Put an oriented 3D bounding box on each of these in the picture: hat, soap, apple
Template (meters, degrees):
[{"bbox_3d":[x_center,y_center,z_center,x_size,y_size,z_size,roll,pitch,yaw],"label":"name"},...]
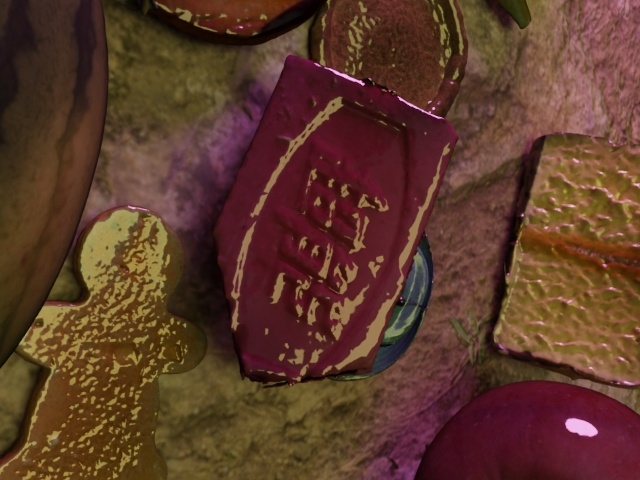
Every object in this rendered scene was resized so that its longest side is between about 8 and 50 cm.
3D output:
[{"bbox_3d":[0.052,0.042,0.667,0.138,0.077,0.191,16,84,-34],"label":"hat"},{"bbox_3d":[0.000,0.000,0.584,0.162,0.099,0.250,22,80,-5],"label":"soap"},{"bbox_3d":[0.217,0.289,0.684,0.235,0.305,0.306,29,76,-58],"label":"apple"}]

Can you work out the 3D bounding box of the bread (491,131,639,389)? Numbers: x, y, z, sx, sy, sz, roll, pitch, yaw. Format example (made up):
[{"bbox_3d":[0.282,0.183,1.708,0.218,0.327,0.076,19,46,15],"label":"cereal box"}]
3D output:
[{"bbox_3d":[0.296,0.022,0.814,0.178,0.142,0.266,15,85,7],"label":"bread"}]

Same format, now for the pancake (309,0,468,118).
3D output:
[{"bbox_3d":[0.070,-0.192,0.699,0.199,0.021,0.200,-2,93,-34],"label":"pancake"}]

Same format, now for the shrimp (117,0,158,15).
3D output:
[{"bbox_3d":[-0.101,-0.335,0.491,0.246,0.085,0.361,-4,99,-50],"label":"shrimp"}]

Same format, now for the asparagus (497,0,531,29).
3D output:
[{"bbox_3d":[0.178,-0.303,0.756,0.045,0.041,0.178,-31,116,-4],"label":"asparagus"}]

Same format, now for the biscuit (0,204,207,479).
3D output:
[{"bbox_3d":[-0.162,0.089,0.552,0.153,0.030,0.235,10,87,-35],"label":"biscuit"}]

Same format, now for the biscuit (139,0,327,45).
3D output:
[{"bbox_3d":[-0.076,-0.247,0.586,0.228,0.031,0.177,7,85,-30],"label":"biscuit"}]

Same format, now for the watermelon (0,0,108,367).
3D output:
[{"bbox_3d":[-0.243,-0.068,0.334,0.278,0.278,0.360,21,82,-34],"label":"watermelon"}]
